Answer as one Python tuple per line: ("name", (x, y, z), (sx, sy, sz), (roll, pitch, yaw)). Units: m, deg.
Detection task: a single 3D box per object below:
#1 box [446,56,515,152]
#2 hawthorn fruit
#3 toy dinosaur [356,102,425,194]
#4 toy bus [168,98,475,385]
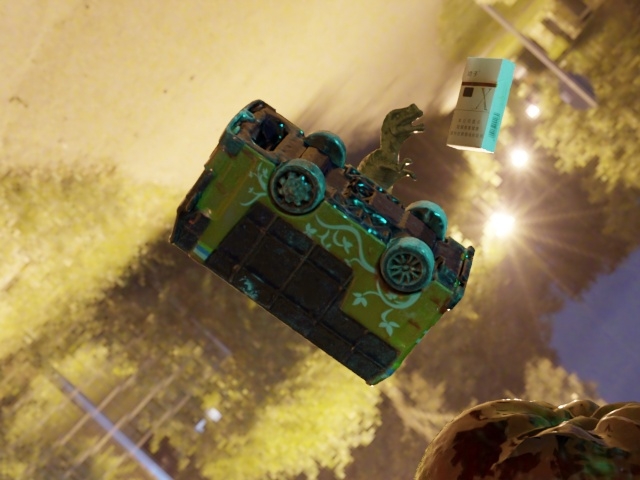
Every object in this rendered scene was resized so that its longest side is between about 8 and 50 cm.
("box", (0.269, -0.227, 1.901), (0.084, 0.040, 0.154), (13, -90, 52))
("hawthorn fruit", (0.309, 0.380, 1.347), (0.403, 0.403, 0.403), (-48, 179, -1))
("toy dinosaur", (0.081, -0.040, 1.772), (0.076, 0.129, 0.383), (-9, 142, -41))
("toy bus", (0.000, 0.000, 1.333), (0.194, 0.323, 0.162), (-54, -178, 25))
